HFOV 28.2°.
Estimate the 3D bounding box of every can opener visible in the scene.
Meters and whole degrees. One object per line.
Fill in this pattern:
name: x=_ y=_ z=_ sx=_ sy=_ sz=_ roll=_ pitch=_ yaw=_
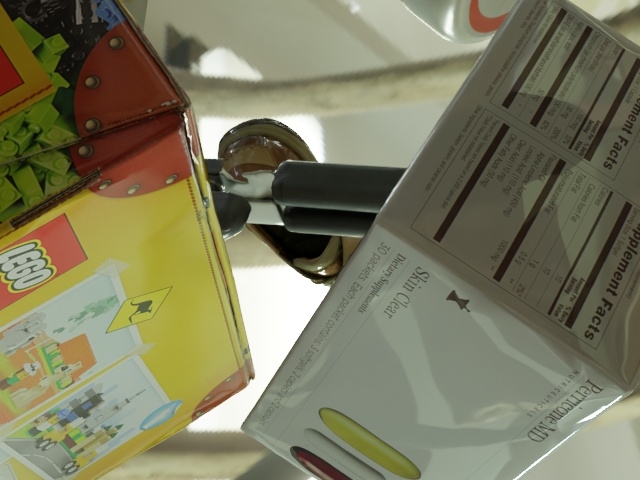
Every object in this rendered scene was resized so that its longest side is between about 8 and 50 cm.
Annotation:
can opener: x=-0.021 y=-0.021 z=1.173 sx=0.076 sy=0.283 sz=0.095 roll=67 pitch=-145 yaw=-48

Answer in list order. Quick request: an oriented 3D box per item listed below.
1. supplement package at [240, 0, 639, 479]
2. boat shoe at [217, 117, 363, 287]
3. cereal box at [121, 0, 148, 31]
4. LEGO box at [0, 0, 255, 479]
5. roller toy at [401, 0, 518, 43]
supplement package: x=0.091 y=0.026 z=0.738 sx=0.145 sy=0.262 sz=0.204 roll=33 pitch=-125 yaw=2
boat shoe: x=0.000 y=0.000 z=1.470 sx=0.324 sy=0.122 sz=0.120 roll=39 pitch=-150 yaw=-27
cereal box: x=-0.223 y=-0.153 z=0.978 sx=0.173 sy=0.240 sz=0.047 roll=-17 pitch=-102 yaw=-15
LEGO box: x=-0.262 y=0.048 z=0.884 sx=0.193 sy=0.372 sz=0.500 roll=55 pitch=168 yaw=20
roller toy: x=0.136 y=-0.295 z=1.176 sx=0.191 sy=0.209 sz=0.146 roll=-35 pitch=-114 yaw=-25
